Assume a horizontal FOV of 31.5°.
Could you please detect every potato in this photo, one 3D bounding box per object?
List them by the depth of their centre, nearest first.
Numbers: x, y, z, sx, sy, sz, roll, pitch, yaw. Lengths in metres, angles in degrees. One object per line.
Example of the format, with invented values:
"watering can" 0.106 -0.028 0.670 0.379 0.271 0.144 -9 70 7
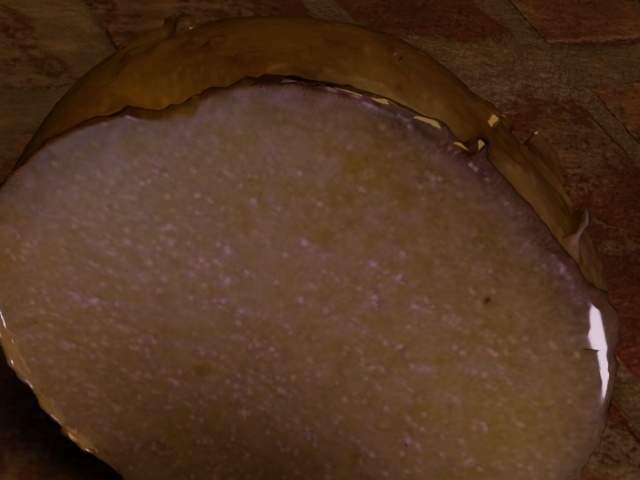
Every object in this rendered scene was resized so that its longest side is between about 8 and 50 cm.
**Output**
"potato" 0.000 0.000 0.881 0.442 0.385 0.319 33 28 -10
